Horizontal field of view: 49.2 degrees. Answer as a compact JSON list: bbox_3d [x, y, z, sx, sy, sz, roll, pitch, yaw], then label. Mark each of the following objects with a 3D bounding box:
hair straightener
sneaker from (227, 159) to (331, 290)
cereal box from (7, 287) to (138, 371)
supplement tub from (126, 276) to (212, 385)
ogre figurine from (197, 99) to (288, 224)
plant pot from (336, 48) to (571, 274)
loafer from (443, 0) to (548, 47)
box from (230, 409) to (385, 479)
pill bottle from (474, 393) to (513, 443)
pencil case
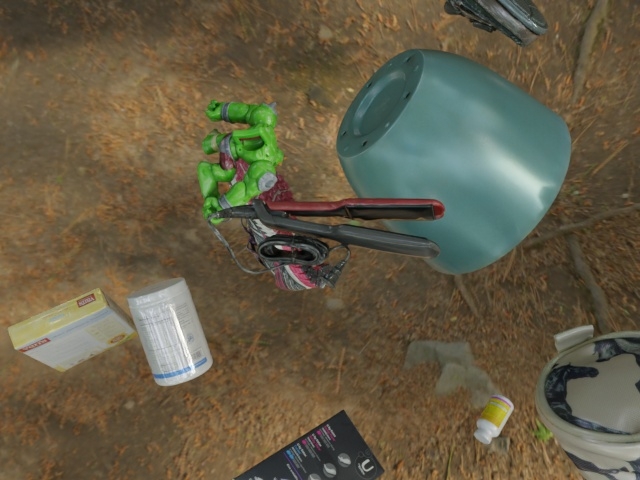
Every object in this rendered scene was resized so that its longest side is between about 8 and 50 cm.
[{"bbox_3d":[0.000,0.000,0.668,0.230,0.047,0.089,4,71,9],"label":"hair straightener"},{"bbox_3d":[-0.102,-0.023,1.325,0.112,0.121,0.299,-16,112,37],"label":"sneaker"},{"bbox_3d":[-0.457,0.174,1.324,0.173,0.240,0.047,-25,71,-10],"label":"cereal box"},{"bbox_3d":[-0.169,0.103,0.791,0.071,0.071,0.107,-15,98,15],"label":"supplement tub"},{"bbox_3d":[-0.116,-0.125,1.015,0.118,0.197,0.097,-11,135,23],"label":"ogre figurine"},{"bbox_3d":[0.166,-0.133,1.012,0.235,0.293,0.293,32,103,-25],"label":"plant pot"},{"bbox_3d":[0.176,-0.337,0.907,0.267,0.096,0.084,49,126,11],"label":"loafer"},{"bbox_3d":[-0.044,0.455,1.279,0.143,0.270,0.165,54,139,17],"label":"box"},{"bbox_3d":[0.305,0.317,1.237,0.043,0.043,0.083,35,63,10],"label":"pill bottle"},{"bbox_3d":[0.374,0.281,0.754,0.160,0.183,0.410,-32,111,-3],"label":"pencil case"}]
